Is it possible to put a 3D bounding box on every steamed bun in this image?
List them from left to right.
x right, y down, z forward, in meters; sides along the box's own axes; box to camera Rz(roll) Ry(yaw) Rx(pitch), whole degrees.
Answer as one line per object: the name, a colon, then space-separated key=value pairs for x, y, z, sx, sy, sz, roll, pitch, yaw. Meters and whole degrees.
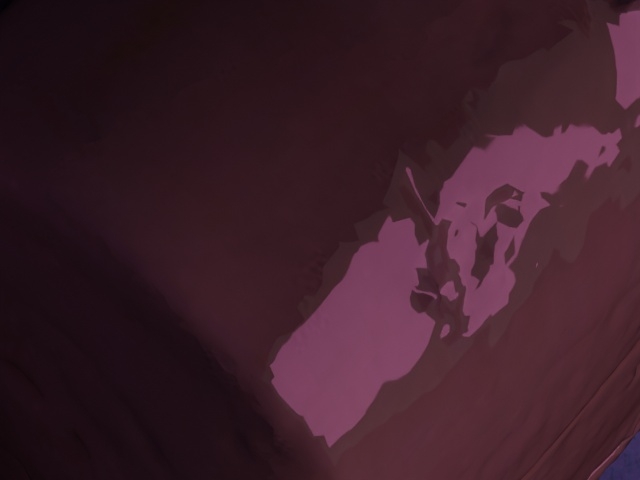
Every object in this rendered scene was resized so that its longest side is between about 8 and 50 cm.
steamed bun: x=0.000 y=0.000 z=0.621 sx=0.371 sy=0.290 sz=0.456 roll=-43 pitch=156 yaw=-22
